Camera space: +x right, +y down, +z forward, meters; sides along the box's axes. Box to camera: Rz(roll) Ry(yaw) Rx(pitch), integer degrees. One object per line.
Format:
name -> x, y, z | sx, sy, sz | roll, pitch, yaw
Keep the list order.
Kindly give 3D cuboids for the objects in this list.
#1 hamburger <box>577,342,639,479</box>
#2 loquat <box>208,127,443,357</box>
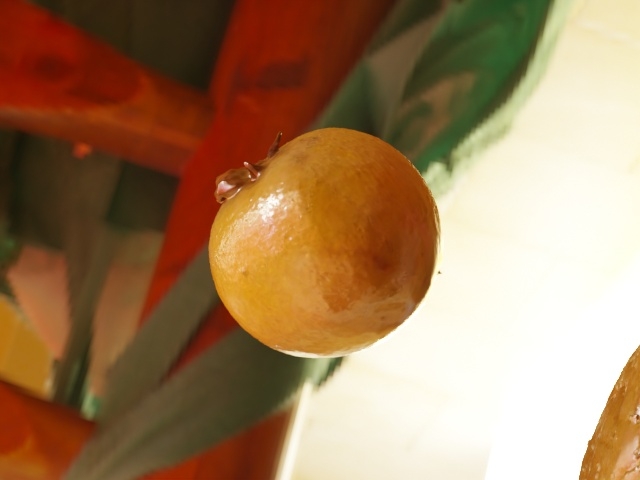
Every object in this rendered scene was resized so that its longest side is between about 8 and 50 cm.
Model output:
hamburger -> 0.322, 0.193, 1.817 | 0.134, 0.265, 0.285 | 24, 155, 10
loquat -> 0.000, 0.000, 2.196 | 0.274, 0.275, 0.275 | 10, 148, 7
